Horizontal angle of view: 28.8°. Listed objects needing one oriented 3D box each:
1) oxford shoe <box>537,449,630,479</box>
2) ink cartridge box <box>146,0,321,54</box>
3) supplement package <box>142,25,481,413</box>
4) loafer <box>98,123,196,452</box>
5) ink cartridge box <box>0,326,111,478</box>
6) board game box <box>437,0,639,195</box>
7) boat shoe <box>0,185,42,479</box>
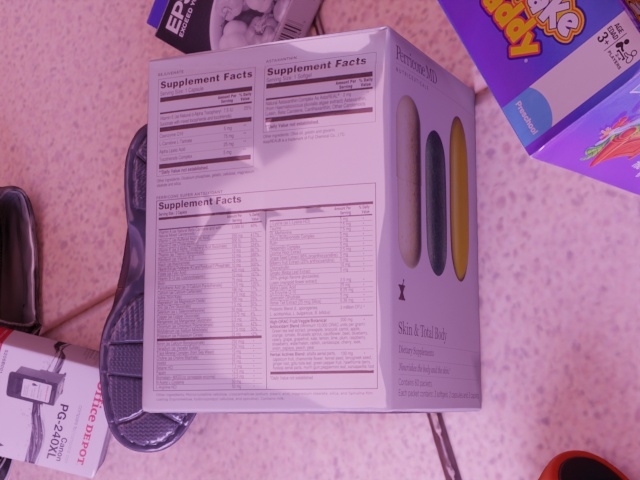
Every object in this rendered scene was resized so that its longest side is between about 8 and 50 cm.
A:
[{"bbox_3d":[0.227,0.277,0.845,0.271,0.096,0.098,58,137,32],"label":"oxford shoe"},{"bbox_3d":[-0.077,-0.265,1.163,0.208,0.045,0.206,33,104,37],"label":"ink cartridge box"},{"bbox_3d":[0.000,0.000,0.951,0.198,0.199,0.263,-4,81,25],"label":"supplement package"},{"bbox_3d":[-0.141,0.041,1.157,0.109,0.095,0.303,5,89,-2],"label":"loafer"},{"bbox_3d":[-0.270,0.152,1.191,0.150,0.063,0.109,15,95,-4],"label":"ink cartridge box"},{"bbox_3d":[0.182,-0.136,0.757,0.078,0.347,0.233,-38,63,27],"label":"board game box"},{"bbox_3d":[-0.349,0.098,1.274,0.119,0.121,0.335,-18,71,39],"label":"boat shoe"}]
